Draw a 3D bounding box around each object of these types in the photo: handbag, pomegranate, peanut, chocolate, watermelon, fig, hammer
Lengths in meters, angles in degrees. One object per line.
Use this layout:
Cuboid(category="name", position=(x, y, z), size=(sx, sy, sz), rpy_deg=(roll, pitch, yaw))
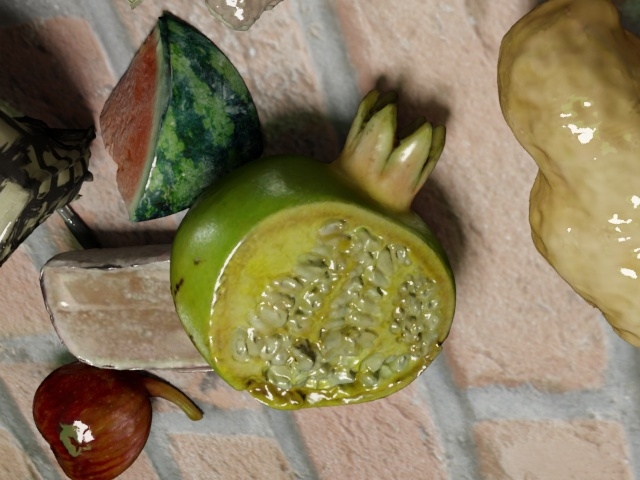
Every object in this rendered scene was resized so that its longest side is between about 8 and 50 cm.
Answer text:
Cuboid(category="handbag", position=(-0.414, -0.122, 1.121), size=(0.325, 0.327, 0.162), rpy_deg=(34, 101, -6))
Cuboid(category="pomegranate", position=(0.000, 0.000, 1.149), size=(0.309, 0.216, 0.359), rpy_deg=(23, 101, -25))
Cuboid(category="peanut", position=(0.285, -0.057, 1.011), size=(0.192, 0.169, 0.387), rpy_deg=(-10, 119, 33))
Cuboid(category="chocolate", position=(-0.191, 0.075, 1.345), size=(0.303, 0.100, 0.185), rpy_deg=(0, 124, 10))
Cuboid(category="watermelon", position=(-0.186, -0.137, 1.167), size=(0.202, 0.136, 0.207), rpy_deg=(-7, 109, 20))
Cuboid(category="fig", position=(-0.298, 0.237, 1.507), size=(0.175, 0.207, 0.175), rpy_deg=(52, 165, 21))
Cuboid(category="hammer", position=(-0.321, -0.015, 1.378), size=(0.103, 0.029, 0.246), rpy_deg=(-15, 122, 30))

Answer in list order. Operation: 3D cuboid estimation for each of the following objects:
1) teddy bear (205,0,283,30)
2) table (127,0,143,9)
Cuboid(category="teddy bear", position=(-0.053, -0.328, 0.936), size=(0.236, 0.151, 0.267), rpy_deg=(36, 136, 0))
Cuboid(category="table", position=(-0.184, -0.297, 1.069), size=(0.079, 0.062, 0.083), rpy_deg=(-30, 112, 37))
